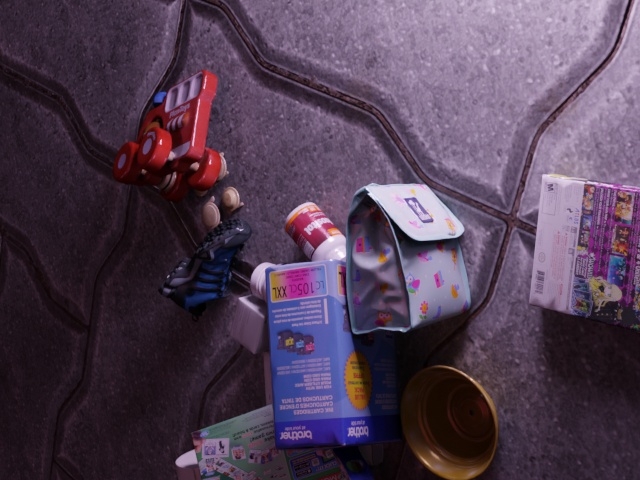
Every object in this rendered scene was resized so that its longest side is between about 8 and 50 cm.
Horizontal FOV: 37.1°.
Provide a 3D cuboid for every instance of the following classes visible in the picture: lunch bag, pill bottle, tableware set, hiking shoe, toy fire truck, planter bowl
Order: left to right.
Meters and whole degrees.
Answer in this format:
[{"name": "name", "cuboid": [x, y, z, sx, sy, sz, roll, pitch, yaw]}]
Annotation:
[{"name": "toy fire truck", "cuboid": [-0.346, -0.242, 2.211, 0.302, 0.169, 0.254, -15, 61, 50]}, {"name": "tableware set", "cuboid": [-0.246, -0.114, 2.221, 0.141, 0.020, 0.169, -31, 75, 39]}, {"name": "hiking shoe", "cuboid": [-0.240, 0.062, 2.205, 0.132, 0.113, 0.304, 42, 125, -12]}, {"name": "pill bottle", "cuboid": [-0.058, 0.105, 2.022, 0.180, 0.108, 0.108, 17, 108, 40]}, {"name": "pill bottle", "cuboid": [0.000, 0.000, 1.965, 0.152, 0.086, 0.086, 49, 126, 25]}, {"name": "lunch bag", "cuboid": [0.153, 0.023, 1.733, 0.160, 0.223, 0.262, -7, 90, 38]}, {"name": "planter bowl", "cuboid": [0.260, 0.330, 1.775, 0.217, 0.090, 0.217, 10, 104, 42]}]

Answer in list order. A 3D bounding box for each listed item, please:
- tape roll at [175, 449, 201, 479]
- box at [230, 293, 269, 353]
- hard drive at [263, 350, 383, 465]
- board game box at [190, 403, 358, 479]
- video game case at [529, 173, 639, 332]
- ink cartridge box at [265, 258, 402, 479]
[{"name": "tape roll", "cuboid": [-0.191, 0.553, 2.129, 0.246, 0.246, 0.169, -8, 93, 43]}, {"name": "box", "cuboid": [-0.128, 0.179, 2.104, 0.087, 0.101, 0.102, 32, 119, 35]}, {"name": "hard drive", "cuboid": [0.001, 0.354, 2.056, 0.307, 0.040, 0.203, 4, 100, 43]}, {"name": "board game box", "cuboid": [-0.095, 0.448, 1.955, 0.317, 0.046, 0.213, -20, 66, 9]}, {"name": "video game case", "cuboid": [0.454, 0.017, 1.575, 0.210, 0.042, 0.232, 13, 106, 41]}, {"name": "ink cartridge box", "cuboid": [0.031, 0.249, 1.787, 0.151, 0.270, 0.395, -7, 79, 27]}]
